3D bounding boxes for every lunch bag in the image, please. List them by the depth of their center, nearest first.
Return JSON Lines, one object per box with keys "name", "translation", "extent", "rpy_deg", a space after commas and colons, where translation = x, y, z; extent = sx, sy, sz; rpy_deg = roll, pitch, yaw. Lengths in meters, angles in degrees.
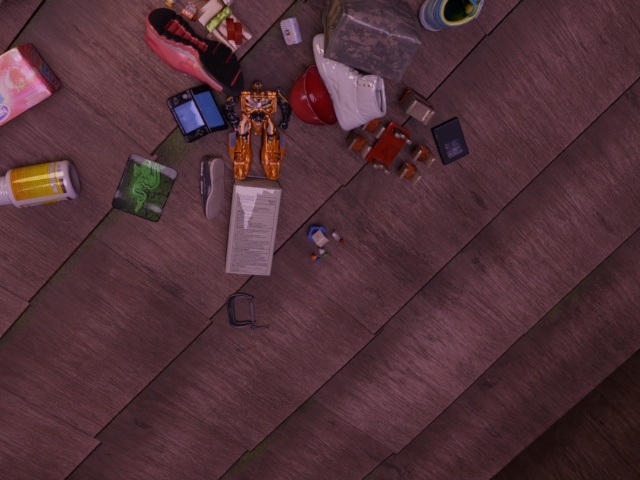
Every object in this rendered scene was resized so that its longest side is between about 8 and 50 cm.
{"name": "lunch bag", "translation": [0.135, -0.608, 1.584], "extent": [0.235, 0.287, 0.169], "rpy_deg": [14, 139, -16]}
{"name": "lunch bag", "translation": [-0.084, -0.603, 1.627], "extent": [0.053, 0.083, 0.071], "rpy_deg": [-18, 116, -4]}

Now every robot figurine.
{"name": "robot figurine", "translation": [-0.190, -0.332, 1.719], "extent": [0.211, 0.085, 0.290], "rpy_deg": [-2, 113, -12]}

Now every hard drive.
{"name": "hard drive", "translation": [0.432, -0.330, 1.883], "extent": [0.094, 0.022, 0.135], "rpy_deg": [-26, 115, 0]}

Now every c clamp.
{"name": "c clamp", "translation": [-0.260, 0.252, 1.989], "extent": [0.137, 0.022, 0.160], "rpy_deg": [-9, 116, -2]}

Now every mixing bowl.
{"name": "mixing bowl", "translation": [-0.026, -0.419, 1.689], "extent": [0.098, 0.181, 0.181], "rpy_deg": [-11, 122, 37]}

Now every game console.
{"name": "game console", "translation": [-0.361, -0.371, 1.663], "extent": [0.124, 0.085, 0.144], "rpy_deg": [-31, 116, -16]}

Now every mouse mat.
{"name": "mouse mat", "translation": [-0.547, -0.161, 1.761], "extent": [0.153, 0.007, 0.189], "rpy_deg": [20, 106, -19]}

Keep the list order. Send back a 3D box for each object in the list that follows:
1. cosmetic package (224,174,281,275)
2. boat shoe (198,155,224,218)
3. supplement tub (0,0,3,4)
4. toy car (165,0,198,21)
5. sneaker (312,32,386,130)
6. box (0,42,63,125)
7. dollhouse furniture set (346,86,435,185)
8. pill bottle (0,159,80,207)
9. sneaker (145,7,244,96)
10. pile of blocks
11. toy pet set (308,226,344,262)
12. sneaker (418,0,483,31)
{"name": "cosmetic package", "translation": [-0.219, -0.049, 1.809], "extent": [0.153, 0.129, 0.296], "rpy_deg": [6, 112, -13]}
{"name": "boat shoe", "translation": [-0.348, -0.169, 1.782], "extent": [0.065, 0.075, 0.206], "rpy_deg": [23, 119, 25]}
{"name": "supplement tub", "translation": [-0.915, -0.662, 1.345], "extent": [0.332, 0.241, 0.241], "rpy_deg": [-11, 114, -7]}
{"name": "toy car", "translation": [-0.380, -0.640, 1.537], "extent": [0.122, 0.060, 0.040], "rpy_deg": [36, 106, 11]}
{"name": "sneaker", "translation": [0.098, -0.483, 1.649], "extent": [0.169, 0.108, 0.292], "rpy_deg": [-12, 108, 38]}
{"name": "box", "translation": [-0.872, -0.387, 1.517], "extent": [0.300, 0.154, 0.142], "rpy_deg": [-31, 115, 1]}
{"name": "dollhouse furniture set", "translation": [0.247, -0.343, 1.804], "extent": [0.262, 0.135, 0.259], "rpy_deg": [26, 117, -20]}
{"name": "pill bottle", "translation": [-0.824, -0.160, 1.642], "extent": [0.215, 0.117, 0.117], "rpy_deg": [-11, 114, -8]}
{"name": "sneaker", "translation": [-0.353, -0.511, 1.591], "extent": [0.314, 0.136, 0.116], "rpy_deg": [37, 61, -15]}
{"name": "pile of blocks", "translation": [-0.296, -0.679, 1.536], "extent": [0.149, 0.112, 0.362], "rpy_deg": [-19, 115, -3]}
{"name": "toy pet set", "translation": [0.000, 0.000, 1.926], "extent": [0.122, 0.065, 0.114], "rpy_deg": [-38, 149, 9]}
{"name": "sneaker", "translation": [0.438, -0.729, 1.614], "extent": [0.127, 0.208, 0.319], "rpy_deg": [36, 101, -21]}
